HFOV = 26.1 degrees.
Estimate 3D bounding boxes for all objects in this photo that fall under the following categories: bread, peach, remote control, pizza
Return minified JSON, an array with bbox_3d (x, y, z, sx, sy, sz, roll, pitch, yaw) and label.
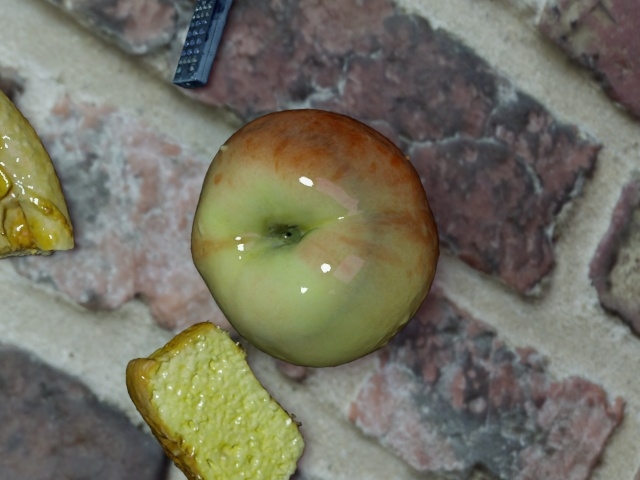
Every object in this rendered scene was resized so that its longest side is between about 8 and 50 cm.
[{"bbox_3d":[-0.088,0.155,1.185,0.103,0.065,0.187,-46,112,-22],"label":"bread"},{"bbox_3d":[0.000,0.000,1.171,0.232,0.232,0.232,-2,93,-30],"label":"peach"},{"bbox_3d":[-0.089,-0.203,1.179,0.027,0.043,0.152,24,79,-37],"label":"remote control"},{"bbox_3d":[-0.286,-0.049,1.062,0.161,0.062,0.182,-24,106,-22],"label":"pizza"}]
